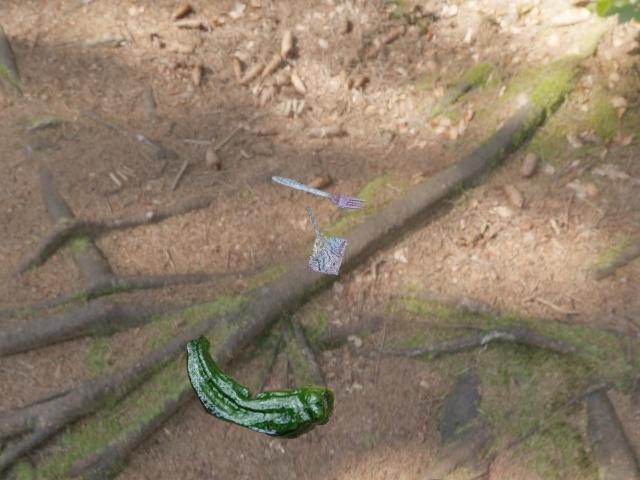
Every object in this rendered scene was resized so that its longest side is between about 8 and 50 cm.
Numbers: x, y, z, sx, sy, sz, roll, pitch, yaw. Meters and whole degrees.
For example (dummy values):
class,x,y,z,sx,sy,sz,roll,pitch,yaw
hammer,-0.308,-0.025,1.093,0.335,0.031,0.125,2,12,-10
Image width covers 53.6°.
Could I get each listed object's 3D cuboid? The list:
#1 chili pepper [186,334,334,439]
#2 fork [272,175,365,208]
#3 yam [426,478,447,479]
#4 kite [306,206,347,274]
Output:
class,x,y,z,sx,sy,sz,roll,pitch,yaw
chili pepper,-0.074,0.165,0.681,0.182,0.050,0.073,18,96,17
fork,-0.003,-0.057,0.748,0.115,0.012,0.016,16,64,6
yam,0.135,0.274,0.376,0.133,0.133,0.330,-17,29,-14
kite,0.005,-0.002,0.593,0.044,0.002,0.078,-14,63,27
